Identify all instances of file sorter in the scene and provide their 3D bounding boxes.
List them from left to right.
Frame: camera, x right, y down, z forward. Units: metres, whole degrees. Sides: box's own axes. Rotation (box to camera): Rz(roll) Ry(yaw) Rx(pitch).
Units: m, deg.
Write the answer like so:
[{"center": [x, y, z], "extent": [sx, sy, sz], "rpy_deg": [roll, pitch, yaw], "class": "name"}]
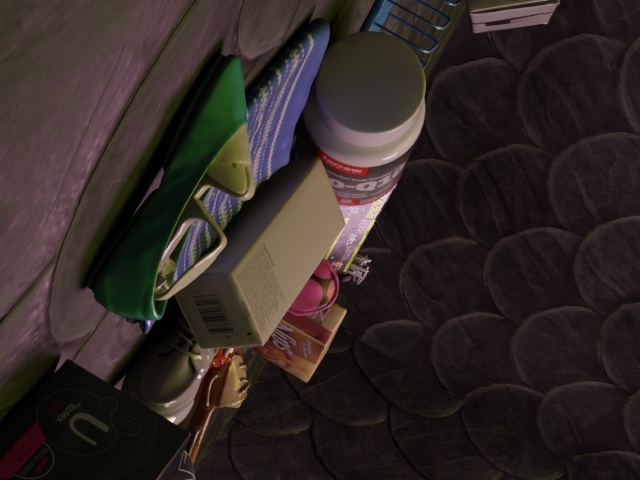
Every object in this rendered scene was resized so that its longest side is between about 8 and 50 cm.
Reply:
[{"center": [0.125, -0.311, 1.798], "extent": [0.170, 0.104, 0.118], "rpy_deg": [-61, 176, 23], "class": "file sorter"}]

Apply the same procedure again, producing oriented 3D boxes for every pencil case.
[{"center": [-0.058, 0.043, 1.665], "extent": [0.209, 0.098, 0.095], "rpy_deg": [-158, -120, -64], "class": "pencil case"}]

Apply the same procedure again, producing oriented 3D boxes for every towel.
[{"center": [-0.093, -0.074, 1.319], "extent": [0.336, 0.040, 0.243], "rpy_deg": [-56, 174, -40], "class": "towel"}]

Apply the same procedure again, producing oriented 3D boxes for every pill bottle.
[{"center": [0.051, -0.157, 1.607], "extent": [0.161, 0.161, 0.283], "rpy_deg": [-58, 176, -14], "class": "pill bottle"}]

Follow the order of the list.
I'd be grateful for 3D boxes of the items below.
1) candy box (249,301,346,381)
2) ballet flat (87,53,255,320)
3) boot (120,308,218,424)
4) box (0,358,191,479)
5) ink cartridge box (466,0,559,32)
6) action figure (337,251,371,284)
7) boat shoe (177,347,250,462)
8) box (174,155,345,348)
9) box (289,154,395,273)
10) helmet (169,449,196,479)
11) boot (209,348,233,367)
[{"center": [-0.066, 0.164, 2.361], "extent": [0.087, 0.183, 0.316], "rpy_deg": [-59, 176, -21], "class": "candy box"}, {"center": [-0.108, -0.037, 1.052], "extent": [0.247, 0.087, 0.083], "rpy_deg": [-60, 176, 4], "class": "ballet flat"}, {"center": [-0.171, 0.120, 1.518], "extent": [0.258, 0.095, 0.123], "rpy_deg": [-69, -179, -60], "class": "boot"}, {"center": [-0.252, 0.273, 1.127], "extent": [0.270, 0.143, 0.165], "rpy_deg": [-63, 174, 36], "class": "box"}, {"center": [0.262, -0.427, 1.745], "extent": [0.307, 0.129, 0.223], "rpy_deg": [-33, 115, -81], "class": "ink cartridge box"}, {"center": [0.000, 0.000, 2.070], "extent": [0.099, 0.185, 0.285], "rpy_deg": [-51, -169, 15], "class": "action figure"}, {"center": [-0.168, 0.213, 1.872], "extent": [0.324, 0.120, 0.122], "rpy_deg": [-59, 180, 5], "class": "boat shoe"}, {"center": [-0.072, 0.011, 1.500], "extent": [0.275, 0.094, 0.113], "rpy_deg": [-54, 130, -50], "class": "box"}, {"center": [-0.003, -0.036, 1.844], "extent": [0.184, 0.045, 0.190], "rpy_deg": [3, 129, -34], "class": "box"}, {"center": [-0.234, 0.309, 1.511], "extent": [0.161, 0.169, 0.169], "rpy_deg": [-43, 173, -9], "class": "helmet"}, {"center": [-0.176, 0.172, 1.775], "extent": [0.158, 0.085, 0.059], "rpy_deg": [-57, -178, 13], "class": "boot"}]
